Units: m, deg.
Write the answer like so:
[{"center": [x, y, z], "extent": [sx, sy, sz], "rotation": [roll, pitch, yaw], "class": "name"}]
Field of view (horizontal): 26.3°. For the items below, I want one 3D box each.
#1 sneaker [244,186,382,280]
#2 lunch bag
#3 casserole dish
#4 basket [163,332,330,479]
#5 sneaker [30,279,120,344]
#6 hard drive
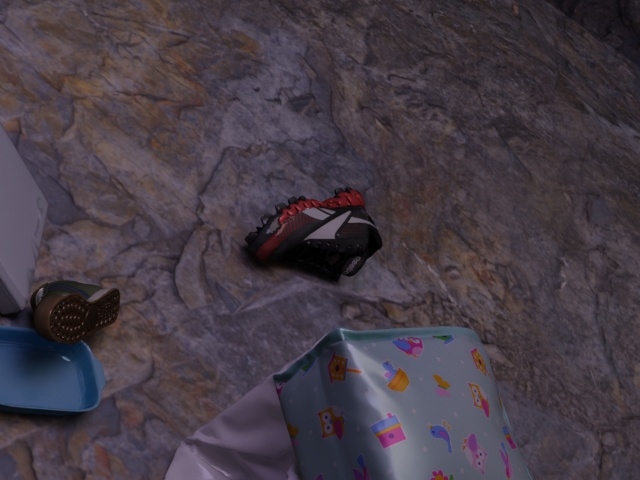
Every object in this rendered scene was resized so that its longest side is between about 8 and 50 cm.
[{"center": [0.000, 0.000, 2.122], "extent": [0.276, 0.097, 0.135], "rotation": [-14, 64, -52], "class": "sneaker"}, {"center": [0.106, 0.211, 1.427], "extent": [0.262, 0.160, 0.223], "rotation": [4, 58, -42], "class": "lunch bag"}, {"center": [-0.351, 0.163, 1.666], "extent": [0.188, 0.037, 0.114], "rotation": [10, 49, -38], "class": "casserole dish"}, {"center": [-0.025, 0.349, 1.579], "extent": [0.266, 0.331, 0.328], "rotation": [41, 36, -17], "class": "basket"}, {"center": [-0.326, 0.087, 1.702], "extent": [0.086, 0.064, 0.192], "rotation": [8, 7, 17], "class": "sneaker"}, {"center": [-0.425, -0.084, 1.673], "extent": [0.203, 0.040, 0.307], "rotation": [-89, 163, -44], "class": "hard drive"}]
